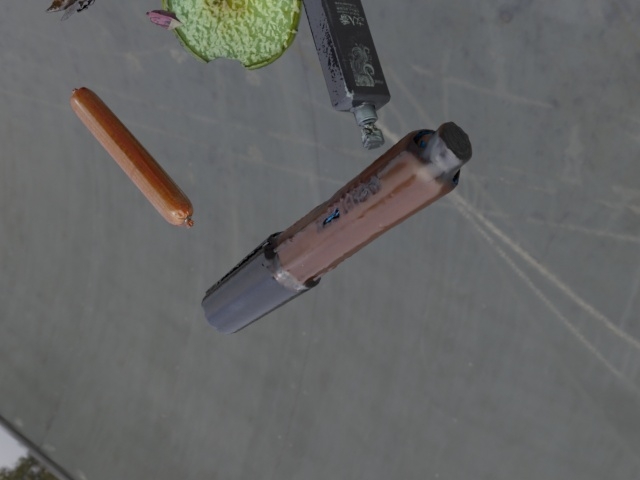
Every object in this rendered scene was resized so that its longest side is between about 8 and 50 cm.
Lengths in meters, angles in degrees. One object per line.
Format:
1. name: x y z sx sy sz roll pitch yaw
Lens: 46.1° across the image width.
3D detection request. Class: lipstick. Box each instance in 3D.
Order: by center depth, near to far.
1. lipstick: 0.000 0.000 0.819 0.077 0.077 0.418 41 134 -13

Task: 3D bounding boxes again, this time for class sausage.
1. sausage: -0.317 -0.142 1.256 0.348 0.053 0.053 47 164 19

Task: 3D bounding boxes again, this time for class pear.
1. pear: -0.195 -0.466 1.542 0.292 0.292 0.160 28 120 24

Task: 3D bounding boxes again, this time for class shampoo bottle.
1. shampoo bottle: 0.050 -0.301 1.283 0.071 0.098 0.310 -27 73 45

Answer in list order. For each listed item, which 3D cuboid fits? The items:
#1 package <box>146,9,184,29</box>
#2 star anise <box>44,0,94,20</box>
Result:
1. package: -0.251 -0.357 1.214 0.059 0.029 0.083 14 -169 -18
2. star anise: -0.451 -0.540 1.505 0.102 0.272 0.272 30 161 -2
